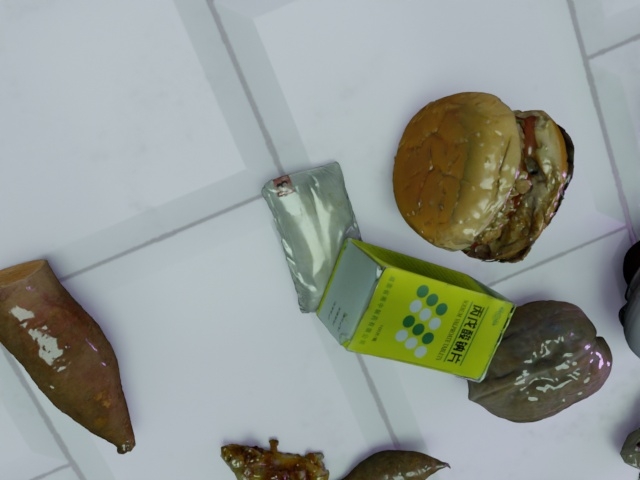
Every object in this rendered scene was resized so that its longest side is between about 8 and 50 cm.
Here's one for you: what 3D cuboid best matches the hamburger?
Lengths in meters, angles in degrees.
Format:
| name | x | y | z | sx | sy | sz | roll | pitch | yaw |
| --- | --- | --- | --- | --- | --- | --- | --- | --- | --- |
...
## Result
| name | x | y | z | sx | sy | sz | roll | pitch | yaw |
| --- | --- | --- | --- | --- | --- | --- | --- | --- | --- |
| hamburger | 0.212 | -0.090 | 0.854 | 0.163 | 0.244 | 0.244 | 20 | 101 | -22 |

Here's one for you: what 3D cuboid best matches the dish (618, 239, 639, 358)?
| name | x | y | z | sx | sy | sz | roll | pitch | yaw |
| --- | --- | --- | --- | --- | --- | --- | --- | --- | --- |
| dish | 0.549 | 0.052 | 0.975 | 0.273 | 0.134 | 0.273 | -27 | 137 | -28 |

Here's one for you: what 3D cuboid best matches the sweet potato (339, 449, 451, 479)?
| name | x | y | z | sx | sy | sz | roll | pitch | yaw |
| --- | --- | --- | --- | --- | --- | --- | --- | --- | --- |
| sweet potato | 0.084 | 0.406 | 1.040 | 0.269 | 0.075 | 0.075 | -27 | 105 | 11 |

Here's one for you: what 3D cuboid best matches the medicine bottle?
| name | x | y | z | sx | sy | sz | roll | pitch | yaw |
| --- | --- | --- | --- | --- | --- | --- | --- | --- | --- |
| medicine bottle | 0.139 | 0.105 | 0.914 | 0.250 | 0.141 | 0.137 | 17 | 100 | -25 |

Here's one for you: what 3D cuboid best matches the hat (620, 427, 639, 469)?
| name | x | y | z | sx | sy | sz | roll | pitch | yaw |
| --- | --- | --- | --- | --- | --- | --- | --- | --- | --- |
| hat | 0.618 | 0.331 | 1.093 | 0.147 | 0.085 | 0.175 | 22 | 77 | 0 |

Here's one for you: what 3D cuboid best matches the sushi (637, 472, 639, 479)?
| name | x | y | z | sx | sy | sz | roll | pitch | yaw |
| --- | --- | --- | --- | --- | --- | --- | --- | --- | --- |
| sushi | 0.687 | 0.527 | 1.155 | 0.192 | 0.040 | 0.210 | -5 | 104 | -5 |

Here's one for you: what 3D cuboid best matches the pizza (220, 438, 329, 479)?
| name | x | y | z | sx | sy | sz | roll | pitch | yaw |
| --- | --- | --- | --- | --- | --- | --- | --- | --- | --- |
| pizza | -0.086 | 0.395 | 1.014 | 0.194 | 0.069 | 0.154 | 35 | 98 | -15 |

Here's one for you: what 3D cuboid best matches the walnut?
| name | x | y | z | sx | sy | sz | roll | pitch | yaw |
| --- | --- | --- | --- | --- | --- | --- | --- | --- | --- |
| walnut | 0.334 | 0.193 | 0.972 | 0.230 | 0.178 | 0.178 | -32 | 105 | 6 |

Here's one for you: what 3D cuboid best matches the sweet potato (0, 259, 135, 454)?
| name | x | y | z | sx | sy | sz | roll | pitch | yaw |
| --- | --- | --- | --- | --- | --- | --- | --- | --- | --- |
| sweet potato | -0.362 | 0.178 | 0.901 | 0.131 | 0.131 | 0.337 | -33 | 106 | 2 |

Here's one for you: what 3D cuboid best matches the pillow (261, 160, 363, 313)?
| name | x | y | z | sx | sy | sz | roll | pitch | yaw |
| --- | --- | --- | --- | --- | --- | --- | --- | --- | --- |
| pillow | 0.000 | 0.000 | 0.939 | 0.128 | 0.051 | 0.229 | -21 | 107 | -12 |
